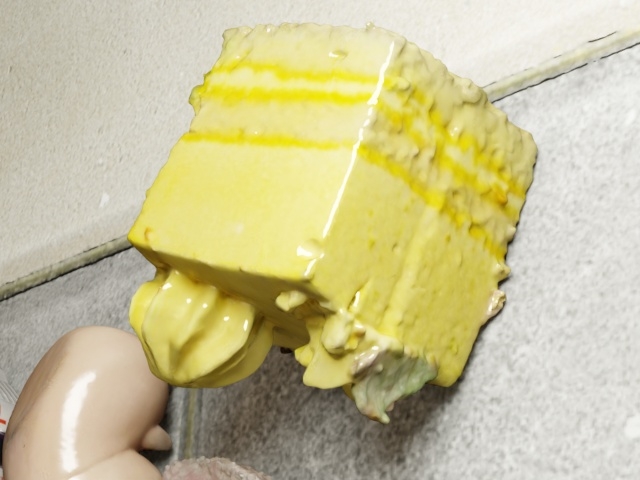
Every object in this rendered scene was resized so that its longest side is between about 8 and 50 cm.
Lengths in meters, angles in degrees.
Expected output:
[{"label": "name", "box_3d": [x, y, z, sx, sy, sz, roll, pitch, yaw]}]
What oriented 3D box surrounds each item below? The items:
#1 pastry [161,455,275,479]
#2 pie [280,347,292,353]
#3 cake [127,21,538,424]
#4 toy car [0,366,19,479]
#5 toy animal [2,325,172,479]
[{"label": "pastry", "box_3d": [-0.040, 0.249, 1.249, 0.265, 0.112, 0.103, 26, 90, 60]}, {"label": "pie", "box_3d": [-0.001, 0.002, 1.393, 0.088, 0.033, 0.191, -15, 61, 35]}, {"label": "cake", "box_3d": [0.000, 0.000, 1.228, 0.227, 0.222, 0.286, 8, 74, 42]}, {"label": "toy car", "box_3d": [-0.347, 0.204, 1.607, 0.108, 0.089, 0.209, -54, 38, 2]}, {"label": "toy animal", "box_3d": [-0.212, 0.196, 1.415, 0.166, 0.154, 0.250, -23, 53, 43]}]
